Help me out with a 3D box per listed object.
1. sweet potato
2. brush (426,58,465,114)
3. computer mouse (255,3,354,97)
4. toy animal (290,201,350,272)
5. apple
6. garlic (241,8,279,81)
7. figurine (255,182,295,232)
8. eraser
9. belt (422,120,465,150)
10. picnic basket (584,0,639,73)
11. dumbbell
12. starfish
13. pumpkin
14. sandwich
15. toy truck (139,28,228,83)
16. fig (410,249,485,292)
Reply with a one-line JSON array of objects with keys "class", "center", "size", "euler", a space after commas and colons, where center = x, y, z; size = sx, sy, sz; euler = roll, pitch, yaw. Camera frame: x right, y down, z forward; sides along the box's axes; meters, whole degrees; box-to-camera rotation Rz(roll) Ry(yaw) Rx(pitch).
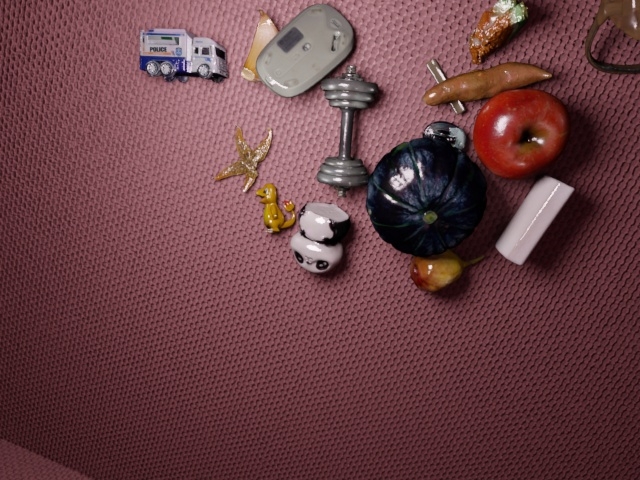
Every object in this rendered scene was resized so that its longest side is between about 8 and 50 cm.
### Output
[{"class": "sweet potato", "center": [0.485, -0.467, 1.317], "size": [0.355, 0.106, 0.095], "euler": [-8, 123, 13]}, {"class": "brush", "center": [0.391, -0.478, 1.376], "size": [0.034, 0.027, 0.190], "euler": [-32, 91, 13]}, {"class": "computer mouse", "center": [-0.045, -0.576, 1.348], "size": [0.331, 0.095, 0.197], "euler": [-42, 88, -6]}, {"class": "toy animal", "center": [-0.002, -0.001, 1.505], "size": [0.187, 0.165, 0.234], "euler": [21, 109, 17]}, {"class": "apple", "center": [0.579, -0.308, 1.286], "size": [0.261, 0.216, 0.260], "euler": [1, 109, 4]}, {"class": "garlic", "center": [-0.182, -0.599, 1.399], "size": [0.128, 0.115, 0.206], "euler": [8, 98, -27]}, {"class": "figurine", "center": [-0.153, -0.117, 1.549], "size": [0.123, 0.121, 0.175], "euler": [-16, 94, -15]}, {"class": "eraser", "center": [0.657, -0.067, 1.365], "size": [0.095, 0.174, 0.270], "euler": [29, 109, 3]}, {"class": "belt", "center": [0.391, -0.325, 1.399], "size": [0.140, 0.058, 0.105], "euler": [14, 111, 5]}, {"class": "picnic basket", "center": [0.871, -0.577, 1.158], "size": [0.294, 0.337, 0.336], "euler": [4, 106, 2]}, {"class": "dumbbell", "center": [0.082, -0.337, 1.389], "size": [0.179, 0.179, 0.405], "euler": [6, 106, 8]}, {"class": "starfish", "center": [-0.263, -0.295, 1.533], "size": [0.138, 0.050, 0.247], "euler": [27, 102, 2]}, {"class": "pumpkin", "center": [0.319, -0.132, 1.346], "size": [0.364, 0.266, 0.362], "euler": [3, 117, 5]}, {"class": "sandwich", "center": [0.485, -0.601, 1.241], "size": [0.160, 0.185, 0.109], "euler": [-34, 90, 14]}, {"class": "toy truck", "center": [-0.440, -0.602, 1.435], "size": [0.268, 0.124, 0.155], "euler": [6, 102, 10]}, {"class": "fig", "center": [0.432, 0.083, 1.482], "size": [0.257, 0.159, 0.159], "euler": [-12, 104, -7]}]
